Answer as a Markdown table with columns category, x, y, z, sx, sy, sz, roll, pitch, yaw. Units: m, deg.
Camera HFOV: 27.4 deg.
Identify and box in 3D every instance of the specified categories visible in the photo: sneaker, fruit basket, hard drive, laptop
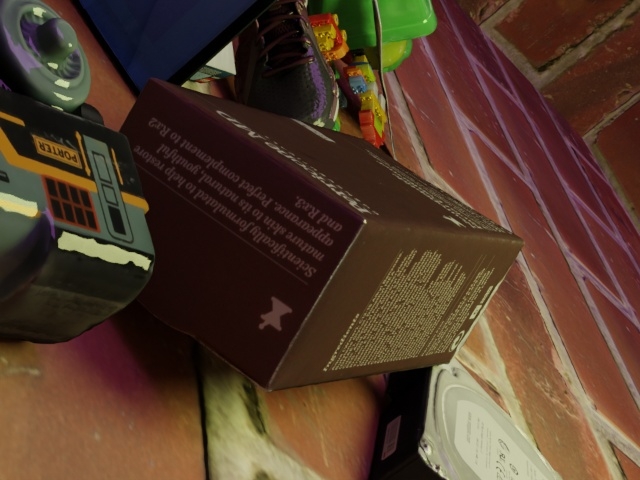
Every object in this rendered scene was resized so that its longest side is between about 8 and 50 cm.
| category | x | y | z | sx | sy | sz | roll | pitch | yaw |
| --- | --- | --- | --- | --- | --- | --- | --- | --- | --- |
| sneaker | -0.059 | -0.236 | 1.363 | 0.162 | 0.107 | 0.281 | 73 | 2 | -53 |
| fruit basket | 0.070 | -0.320 | 1.704 | 0.353 | 0.166 | 0.327 | 61 | 17 | -64 |
| hard drive | 0.183 | 0.262 | 1.140 | 0.339 | 0.064 | 0.237 | 49 | 18 | -8 |
| laptop | -0.164 | -0.287 | 1.107 | 0.264 | 0.234 | 0.136 | 38 | 20 | -37 |

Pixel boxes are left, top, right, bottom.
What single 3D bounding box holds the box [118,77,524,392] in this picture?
| category | x | y | z | sx | sy | sz | roll | pitch | yaw |
| --- | --- | --- | --- | --- | --- | --- | --- | --- | --- |
| box | 0.000 | 0.000 | 1.012 | 0.191 | 0.143 | 0.381 | 35 | 13 | 20 |

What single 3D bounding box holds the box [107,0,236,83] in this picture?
| category | x | y | z | sx | sy | sz | roll | pitch | yaw |
| --- | --- | --- | --- | --- | --- | --- | --- | --- | --- |
| box | -0.152 | -0.279 | 1.267 | 0.159 | 0.044 | 0.233 | 6 | 75 | -64 |

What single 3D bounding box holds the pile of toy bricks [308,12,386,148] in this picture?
| category | x | y | z | sx | sy | sz | roll | pitch | yaw |
| --- | --- | --- | --- | --- | --- | --- | --- | --- | --- |
| pile of toy bricks | 0.003 | -0.167 | 1.541 | 0.212 | 0.118 | 0.105 | 54 | 35 | -56 |

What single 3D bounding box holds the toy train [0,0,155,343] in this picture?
| category | x | y | z | sx | sy | sz | roll | pitch | yaw |
| --- | --- | --- | --- | --- | --- | --- | --- | --- | --- |
| toy train | -0.221 | -0.056 | 0.677 | 0.334 | 0.142 | 0.190 | 22 | 43 | -57 |
